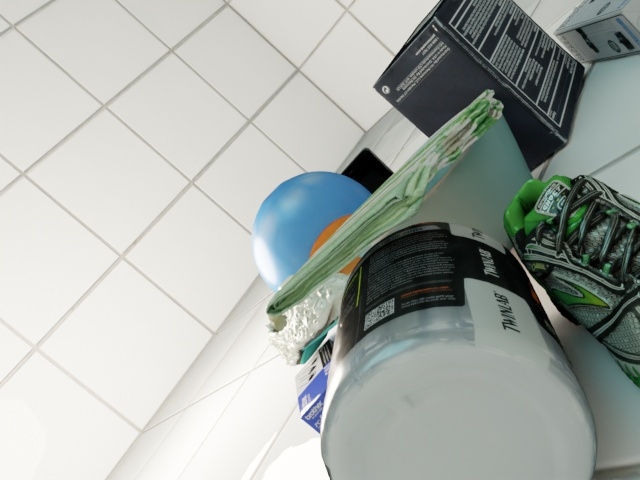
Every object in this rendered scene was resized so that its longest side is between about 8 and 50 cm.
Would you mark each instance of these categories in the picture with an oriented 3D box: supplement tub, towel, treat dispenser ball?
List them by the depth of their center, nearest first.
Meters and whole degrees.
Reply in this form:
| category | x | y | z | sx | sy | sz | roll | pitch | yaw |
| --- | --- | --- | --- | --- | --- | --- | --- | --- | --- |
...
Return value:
| category | x | y | z | sx | sy | sz | roll | pitch | yaw |
| --- | --- | --- | --- | --- | --- | --- | --- | --- | --- |
| supplement tub | 0.115 | 0.107 | 0.660 | 0.207 | 0.207 | 0.338 | -46 | 9 | 18 |
| towel | 0.087 | -0.049 | 0.833 | 0.248 | 0.038 | 0.325 | -41 | 3 | 40 |
| treat dispenser ball | 0.000 | 0.000 | 1.463 | 0.288 | 0.288 | 0.288 | -47 | 8 | 9 |

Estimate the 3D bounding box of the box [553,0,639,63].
| category | x | y | z | sx | sy | sz | roll | pitch | yaw |
| --- | --- | --- | --- | --- | --- | --- | --- | --- | --- |
| box | 0.539 | -0.406 | 1.216 | 0.169 | 0.087 | 0.290 | -47 | 8 | 7 |

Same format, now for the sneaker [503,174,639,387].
| category | x | y | z | sx | sy | sz | roll | pitch | yaw |
| --- | --- | --- | --- | --- | --- | --- | --- | --- | --- |
| sneaker | 0.244 | 0.020 | 0.600 | 0.134 | 0.146 | 0.343 | -48 | 9 | 0 |

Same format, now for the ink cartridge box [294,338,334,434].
| category | x | y | z | sx | sy | sz | roll | pitch | yaw |
| --- | --- | --- | --- | --- | --- | --- | --- | --- | --- |
| ink cartridge box | 0.007 | 0.238 | 1.173 | 0.097 | 0.046 | 0.207 | -49 | 8 | 2 |

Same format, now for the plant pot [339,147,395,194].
| category | x | y | z | sx | sy | sz | roll | pitch | yaw |
| --- | --- | --- | --- | --- | --- | --- | --- | --- | --- |
| plant pot | 0.121 | -0.088 | 1.667 | 0.188 | 0.187 | 0.167 | -47 | -5 | 10 |

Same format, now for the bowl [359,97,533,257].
| category | x | y | z | sx | sy | sz | roll | pitch | yaw |
| --- | --- | --- | --- | --- | --- | --- | --- | --- | --- |
| bowl | 0.204 | -0.050 | 1.068 | 0.311 | 0.163 | 0.311 | -48 | 8 | 9 |

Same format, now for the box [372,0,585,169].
| category | x | y | z | sx | sy | sz | roll | pitch | yaw |
| --- | --- | --- | --- | --- | --- | --- | --- | --- | --- |
| box | 0.290 | -0.288 | 1.249 | 0.183 | 0.294 | 0.296 | -44 | 9 | 43 |

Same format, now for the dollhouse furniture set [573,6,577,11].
| category | x | y | z | sx | sy | sz | roll | pitch | yaw |
| --- | --- | --- | --- | --- | --- | --- | --- | --- | --- |
| dollhouse furniture set | 0.557 | -0.466 | 1.416 | 0.114 | 0.081 | 0.091 | -48 | 8 | 4 |

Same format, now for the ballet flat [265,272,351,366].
| category | x | y | z | sx | sy | sz | roll | pitch | yaw |
| --- | --- | --- | --- | --- | --- | --- | --- | --- | --- |
| ballet flat | -0.035 | 0.137 | 1.285 | 0.147 | 0.147 | 0.409 | -53 | -3 | -26 |
